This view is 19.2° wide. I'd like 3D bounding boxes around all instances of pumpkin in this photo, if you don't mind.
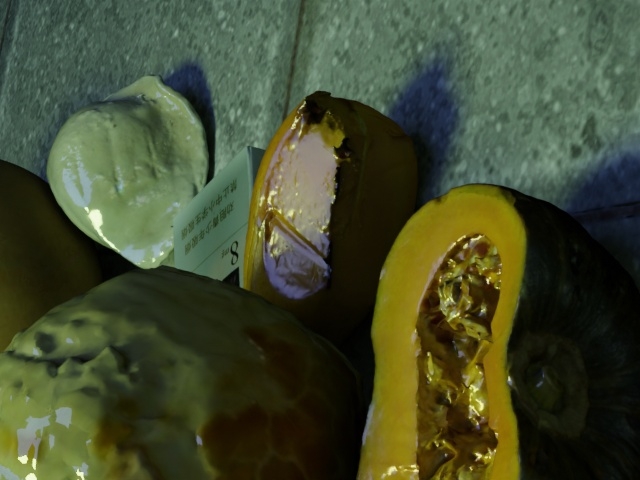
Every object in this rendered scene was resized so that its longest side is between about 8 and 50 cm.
[{"bbox_3d":[0.115,0.126,1.354,0.222,0.139,0.317,-24,57,51],"label":"pumpkin"}]

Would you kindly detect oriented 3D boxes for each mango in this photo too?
[{"bbox_3d":[0.000,0.000,1.632,0.154,0.126,0.252,33,113,48],"label":"mango"}]

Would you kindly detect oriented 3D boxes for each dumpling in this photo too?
[{"bbox_3d":[-0.200,-0.082,2.027,0.179,0.131,0.252,-44,44,4],"label":"dumpling"}]

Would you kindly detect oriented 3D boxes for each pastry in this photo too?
[{"bbox_3d":[-0.110,0.217,1.482,0.313,0.388,0.388,30,106,24],"label":"pastry"}]

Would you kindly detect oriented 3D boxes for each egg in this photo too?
[{"bbox_3d":[-0.393,0.053,2.101,0.301,0.301,0.374,-64,29,19],"label":"egg"}]

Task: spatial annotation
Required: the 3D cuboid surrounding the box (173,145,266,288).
[{"bbox_3d":[-0.076,0.052,1.795,0.155,0.067,0.243,-42,43,47],"label":"box"}]
